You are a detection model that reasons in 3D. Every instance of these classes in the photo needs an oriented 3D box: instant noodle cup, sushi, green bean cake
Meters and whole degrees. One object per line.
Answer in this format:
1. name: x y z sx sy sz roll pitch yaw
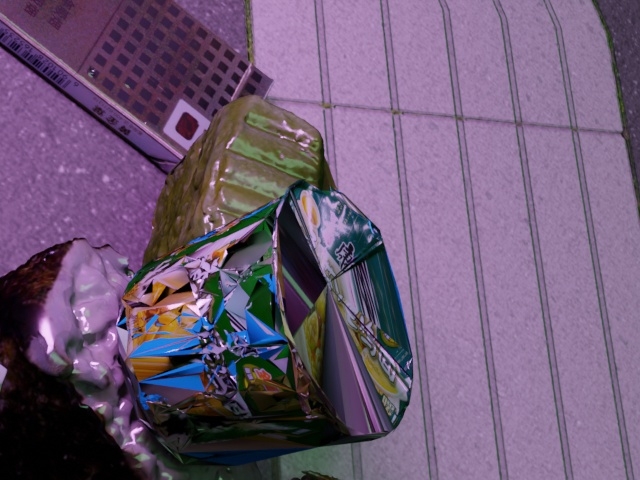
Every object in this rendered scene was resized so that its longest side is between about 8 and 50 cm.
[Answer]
1. instant noodle cup: -0.051 0.080 1.293 0.240 0.178 0.240 41 40 -46
2. sushi: -0.199 0.163 1.382 0.348 0.207 0.234 57 26 -15
3. green bean cake: -0.093 -0.009 1.510 0.125 0.248 0.222 23 53 -19

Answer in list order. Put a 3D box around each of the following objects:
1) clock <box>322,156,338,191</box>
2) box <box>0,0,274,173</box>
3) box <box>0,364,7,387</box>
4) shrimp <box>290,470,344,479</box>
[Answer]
1. clock: 0.000 0.000 1.654 0.237 0.057 0.237 -17 90 -83
2. box: -0.211 -0.208 1.660 0.325 0.047 0.180 38 49 -18
3. box: -0.374 0.160 1.190 0.079 0.269 0.135 42 46 -34
4. shrimp: 0.043 0.335 1.577 0.294 0.062 0.154 38 55 -20
